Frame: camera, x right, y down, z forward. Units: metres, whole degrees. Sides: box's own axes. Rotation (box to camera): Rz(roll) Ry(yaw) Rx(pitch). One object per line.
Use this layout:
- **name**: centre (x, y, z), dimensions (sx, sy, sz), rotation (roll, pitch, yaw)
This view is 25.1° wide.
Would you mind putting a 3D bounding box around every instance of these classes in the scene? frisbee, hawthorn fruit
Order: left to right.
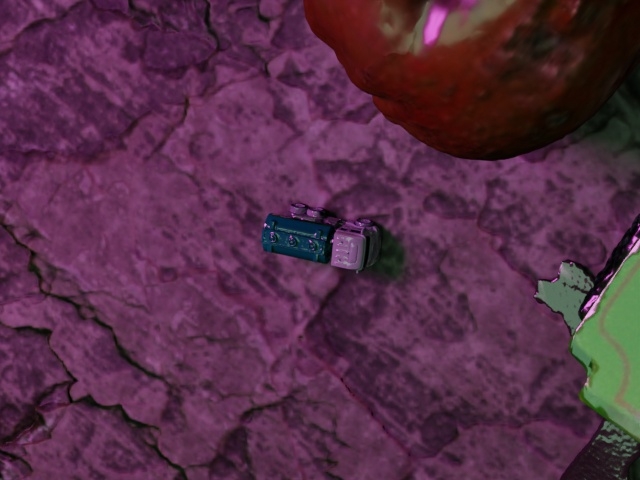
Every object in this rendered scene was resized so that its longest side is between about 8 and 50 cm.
- **hawthorn fruit**: centre (0.111, -0.185, 0.893), dimensions (0.261, 0.258, 0.258), rotation (-38, 86, -6)
- **frisbee**: centre (0.223, 0.093, 1.024), dimensions (0.211, 0.012, 0.187), rotation (-33, 87, 22)

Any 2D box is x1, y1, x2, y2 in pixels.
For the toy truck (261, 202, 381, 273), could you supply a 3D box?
- **toy truck**: centre (0.000, 0.000, 1.069), dimensions (0.083, 0.044, 0.039), rotation (12, 107, 18)

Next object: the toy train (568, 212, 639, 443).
- **toy train**: centre (0.275, 0.048, 0.926), dimensions (0.188, 0.132, 0.243), rotation (35, 101, 16)
